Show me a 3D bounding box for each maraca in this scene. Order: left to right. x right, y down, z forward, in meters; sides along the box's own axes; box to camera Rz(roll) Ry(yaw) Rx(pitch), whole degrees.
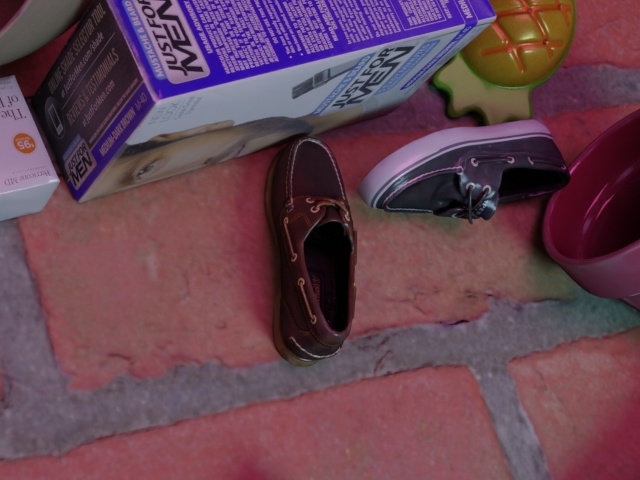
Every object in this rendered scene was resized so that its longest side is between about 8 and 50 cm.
[{"bbox_3d":[0.178,-0.194,1.330,0.127,0.099,0.185,23,83,-6],"label":"maraca"}]

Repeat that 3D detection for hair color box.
[{"bbox_3d":[-0.044,-0.149,1.129,0.339,0.185,0.110,-17,77,-33],"label":"hair color box"}]

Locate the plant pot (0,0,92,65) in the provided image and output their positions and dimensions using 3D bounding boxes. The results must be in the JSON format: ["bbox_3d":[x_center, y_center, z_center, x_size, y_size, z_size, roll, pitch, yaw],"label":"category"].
[{"bbox_3d":[-0.255,-0.255,1.045,0.284,0.284,0.191,63,21,10],"label":"plant pot"}]

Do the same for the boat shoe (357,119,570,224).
[{"bbox_3d":[0.139,-0.052,1.246,0.229,0.080,0.076,-12,59,-40],"label":"boat shoe"}]

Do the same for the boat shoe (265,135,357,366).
[{"bbox_3d":[0.000,0.000,1.152,0.073,0.073,0.207,7,62,-24],"label":"boat shoe"}]

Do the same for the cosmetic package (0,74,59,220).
[{"bbox_3d":[-0.321,-0.048,1.006,0.239,0.060,0.098,-17,77,-33],"label":"cosmetic package"}]

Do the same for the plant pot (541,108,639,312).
[{"bbox_3d":[0.337,-0.003,1.275,0.180,0.201,0.201,42,53,-24],"label":"plant pot"}]
